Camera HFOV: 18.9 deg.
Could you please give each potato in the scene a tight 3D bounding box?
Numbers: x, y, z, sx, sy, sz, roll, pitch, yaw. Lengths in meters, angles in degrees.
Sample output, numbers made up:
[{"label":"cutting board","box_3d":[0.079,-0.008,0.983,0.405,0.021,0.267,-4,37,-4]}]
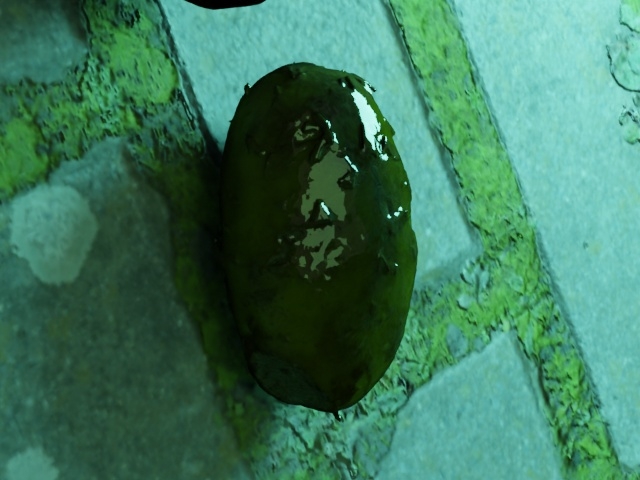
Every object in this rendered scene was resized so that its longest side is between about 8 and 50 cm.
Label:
[{"label":"potato","box_3d":[0.000,0.000,1.327,0.149,0.113,0.251,-1,82,-40]}]

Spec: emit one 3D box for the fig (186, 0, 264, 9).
[{"label":"fig","box_3d":[-0.139,-0.309,1.225,0.368,0.286,0.286,13,71,-7]}]
